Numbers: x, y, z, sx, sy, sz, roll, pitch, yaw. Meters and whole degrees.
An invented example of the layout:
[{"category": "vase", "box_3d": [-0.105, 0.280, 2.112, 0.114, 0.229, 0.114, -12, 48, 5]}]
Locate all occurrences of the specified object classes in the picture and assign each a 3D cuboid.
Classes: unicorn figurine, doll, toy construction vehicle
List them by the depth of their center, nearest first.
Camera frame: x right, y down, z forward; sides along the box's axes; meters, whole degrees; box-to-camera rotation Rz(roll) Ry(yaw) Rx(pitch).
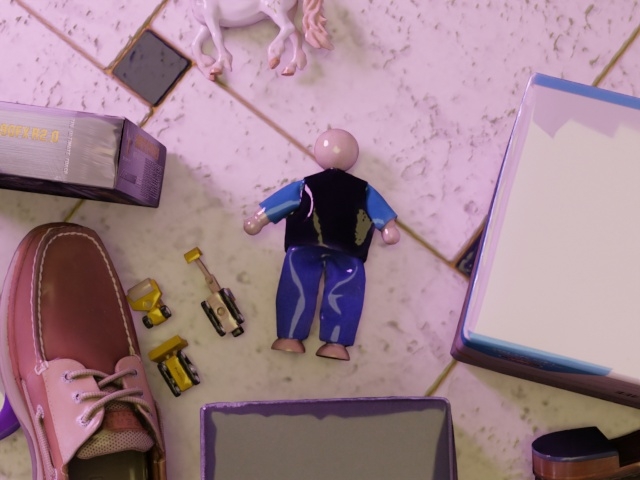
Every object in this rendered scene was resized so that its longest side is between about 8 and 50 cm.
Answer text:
[{"category": "doll", "box_3d": [0.000, 0.000, 1.454, 0.129, 0.046, 0.189, 9, 85, 2]}, {"category": "toy construction vehicle", "box_3d": [-0.108, 0.067, 1.462, 0.086, 0.035, 0.098, -35, 81, 10]}, {"category": "unicorn figurine", "box_3d": [-0.074, -0.192, 1.476, 0.162, 0.060, 0.111, -2, 83, -14]}]

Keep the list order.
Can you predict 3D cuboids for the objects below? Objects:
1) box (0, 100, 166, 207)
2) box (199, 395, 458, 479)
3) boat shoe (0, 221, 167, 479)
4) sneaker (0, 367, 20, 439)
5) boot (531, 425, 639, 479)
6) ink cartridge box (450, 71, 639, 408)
[{"category": "box", "box_3d": [-0.226, -0.070, 1.377, 0.183, 0.231, 0.056, 7, 88, 4]}, {"category": "box", "box_3d": [0.013, 0.265, 1.303, 0.182, 0.294, 0.296, -2, 85, 2]}, {"category": "boat shoe", "box_3d": [-0.172, 0.143, 1.394, 0.123, 0.116, 0.324, -9, 89, -33]}, {"category": "sneaker", "box_3d": [-0.341, 0.037, 1.413, 0.102, 0.146, 0.293, -33, 84, -1]}, {"category": "boot", "box_3d": [0.278, 0.206, 1.421, 0.219, 0.082, 0.106, -2, 105, -1]}, {"category": "ink cartridge box", "box_3d": [0.218, 0.015, 1.331, 0.198, 0.270, 0.197, 14, 84, 4]}]
